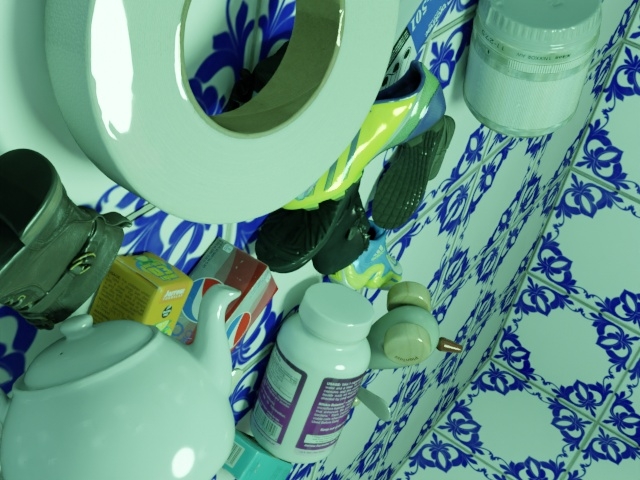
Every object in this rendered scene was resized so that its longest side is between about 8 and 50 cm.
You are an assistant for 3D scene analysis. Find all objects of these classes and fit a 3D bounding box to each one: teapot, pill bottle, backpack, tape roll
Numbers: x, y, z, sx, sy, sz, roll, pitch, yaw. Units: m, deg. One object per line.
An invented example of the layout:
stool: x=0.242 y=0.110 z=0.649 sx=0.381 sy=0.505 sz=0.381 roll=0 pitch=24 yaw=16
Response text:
teapot: x=-0.224 y=0.166 z=0.905 sx=0.256 sy=0.253 sz=0.187 roll=-35 pitch=110 yaw=-52
pill bottle: x=-0.010 y=0.230 z=1.572 sx=0.169 sy=0.169 sz=0.301 roll=-26 pitch=142 yaw=-55
backpack: x=-0.041 y=-0.139 z=1.092 sx=0.152 sy=0.115 sz=0.182 roll=-40 pitch=154 yaw=-47
tape roll: x=-0.072 y=-0.207 z=0.849 sx=0.392 sy=0.072 sz=0.392 roll=-26 pitch=130 yaw=-36

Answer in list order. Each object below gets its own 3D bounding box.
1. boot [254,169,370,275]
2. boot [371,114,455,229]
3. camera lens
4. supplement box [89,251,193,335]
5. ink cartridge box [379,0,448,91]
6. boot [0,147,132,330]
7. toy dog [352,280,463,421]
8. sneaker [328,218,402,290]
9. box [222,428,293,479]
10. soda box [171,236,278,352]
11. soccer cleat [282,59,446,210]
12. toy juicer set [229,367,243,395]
boot: x=0.000 y=0.000 z=1.390 sx=0.246 sy=0.094 sz=0.207 roll=-55 pitch=156 yaw=-27
boot: x=0.187 y=-0.126 z=1.652 sx=0.246 sy=0.083 sz=0.161 roll=-67 pitch=159 yaw=3
camera lens: x=0.380 y=-0.340 z=1.616 sx=0.219 sy=0.219 sz=0.274 roll=-48 pitch=156 yaw=-28
supplement box: x=-0.238 y=0.133 z=1.061 sx=0.078 sy=0.080 sz=0.233 roll=-12 pitch=127 yaw=-65
ink cartridge box: x=0.113 y=-0.296 z=1.321 sx=0.207 sy=0.046 sz=0.097 roll=-58 pitch=160 yaw=-4
boot: x=-0.290 y=0.048 z=0.829 sx=0.263 sy=0.091 sz=0.229 roll=-47 pitch=165 yaw=-12
toy dog: x=0.137 y=0.224 z=1.677 sx=0.334 sy=0.161 sz=0.220 roll=-38 pitch=-154 yaw=57
sneaker: x=0.108 y=0.026 z=1.674 sx=0.240 sy=0.091 sz=0.126 roll=-9 pitch=125 yaw=-63
box: x=-0.131 y=0.392 z=1.610 sx=0.060 sy=0.100 sz=0.244 roll=-56 pitch=159 yaw=-9
soda box: x=-0.170 y=0.131 z=1.187 sx=0.263 sy=0.092 sz=0.083 roll=-53 pitch=159 yaw=-16
soccer cleat: x=0.046 y=-0.152 z=1.268 sx=0.289 sy=0.093 sz=0.121 roll=-34 pitch=128 yaw=-5
toy juicer set: x=-0.221 y=0.333 z=1.346 sx=0.329 sy=0.089 sz=0.209 roll=-16 pitch=133 yaw=-61
